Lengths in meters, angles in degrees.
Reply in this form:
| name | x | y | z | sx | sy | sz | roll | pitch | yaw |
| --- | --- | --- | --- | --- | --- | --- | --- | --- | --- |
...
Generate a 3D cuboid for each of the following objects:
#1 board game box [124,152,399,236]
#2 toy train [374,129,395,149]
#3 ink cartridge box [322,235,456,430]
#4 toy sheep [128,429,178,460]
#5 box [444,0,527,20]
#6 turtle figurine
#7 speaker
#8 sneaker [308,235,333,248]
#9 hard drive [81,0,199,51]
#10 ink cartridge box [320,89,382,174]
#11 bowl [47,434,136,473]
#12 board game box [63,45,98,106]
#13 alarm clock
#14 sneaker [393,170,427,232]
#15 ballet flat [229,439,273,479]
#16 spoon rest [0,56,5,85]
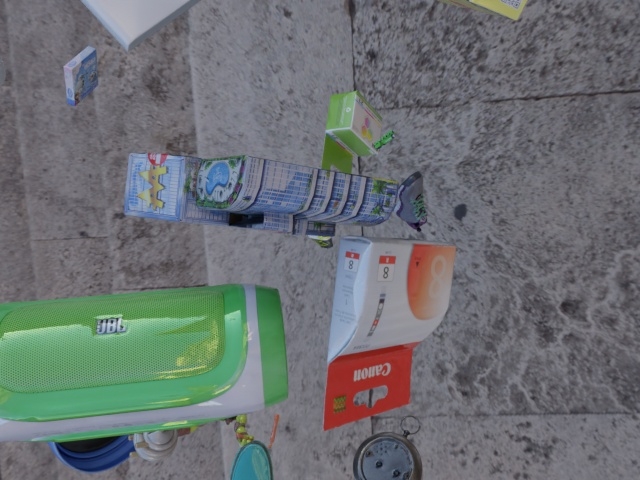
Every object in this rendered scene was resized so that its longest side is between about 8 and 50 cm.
| name | x | y | z | sx | sy | sz | roll | pitch | yaw |
| --- | --- | --- | --- | --- | --- | --- | --- | --- | --- |
| board game box | -0.066 | -0.039 | 0.510 | 0.194 | 0.194 | 0.060 | 4 | 93 | -31 |
| toy train | 0.184 | -0.287 | 1.611 | 0.083 | 0.017 | 0.023 | -32 | 63 | 46 |
| ink cartridge box | 0.069 | 0.087 | 0.541 | 0.045 | 0.145 | 0.179 | 5 | 91 | 43 |
| toy sheep | -0.314 | 0.375 | 1.069 | 0.091 | 0.091 | 0.132 | 40 | 139 | -1 |
| box | 0.165 | -0.306 | 0.623 | 0.058 | 0.232 | 0.087 | 17 | 112 | -17 |
| turtle figurine | -0.218 | 0.346 | 1.230 | 0.217 | 0.087 | 0.269 | -5 | 53 | -20 |
| speaker | -0.183 | 0.111 | 0.527 | 0.296 | 0.131 | 0.131 | -5 | 96 | -7 |
| sneaker | 0.000 | 0.000 | 1.210 | 0.031 | 0.083 | 0.035 | -24 | 105 | -20 |
| hard drive | -0.415 | -0.579 | 1.106 | 0.353 | 0.047 | 0.233 | 48 | 70 | -8 |
| ink cartridge box | 0.099 | -0.298 | 1.731 | 0.097 | 0.189 | 0.255 | -2 | 73 | 32 |
| bowl | -0.568 | 0.421 | 1.523 | 0.077 | 0.391 | 0.391 | 11 | 98 | 31 |
| board game box | -0.487 | -0.335 | 1.146 | 0.020 | 0.090 | 0.090 | 21 | 138 | 1 |
| alarm clock | 0.136 | 0.413 | 1.061 | 0.129 | 0.064 | 0.192 | 20 | 56 | 26 |
| sneaker | 0.258 | -0.100 | 1.488 | 0.083 | 0.223 | 0.098 | -38 | 73 | -10 |
| ballet flat | -0.126 | 0.498 | 1.052 | 0.083 | 0.087 | 0.247 | -3 | 80 | 0 |
| spoon rest | -0.559 | -0.258 | 0.792 | 0.084 | 0.276 | 0.137 | -42 | 101 | 17 |
